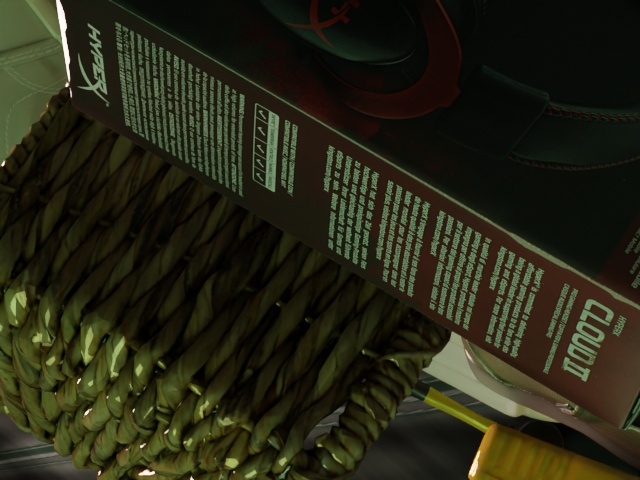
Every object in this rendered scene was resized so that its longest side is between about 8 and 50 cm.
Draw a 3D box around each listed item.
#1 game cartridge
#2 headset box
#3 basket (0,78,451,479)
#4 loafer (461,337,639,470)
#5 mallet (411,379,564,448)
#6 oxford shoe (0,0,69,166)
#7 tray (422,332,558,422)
[{"bbox_3d":[0.270,0.199,1.165,0.323,0.053,0.285,18,174,33],"label":"game cartridge"},{"bbox_3d":[0.079,-0.085,0.777,0.293,0.218,0.110,31,158,12],"label":"headset box"},{"bbox_3d":[0.000,0.000,0.948,0.223,0.299,0.213,27,157,20],"label":"basket"},{"bbox_3d":[0.167,0.067,1.118,0.251,0.094,0.087,14,154,42],"label":"loafer"},{"bbox_3d":[0.078,0.111,1.380,0.189,0.039,0.062,26,164,4],"label":"mallet"},{"bbox_3d":[-0.222,-0.088,1.320,0.169,0.130,0.449,21,153,35],"label":"oxford shoe"},{"bbox_3d":[0.043,0.040,1.325,0.270,0.030,0.145,27,157,19],"label":"tray"}]
